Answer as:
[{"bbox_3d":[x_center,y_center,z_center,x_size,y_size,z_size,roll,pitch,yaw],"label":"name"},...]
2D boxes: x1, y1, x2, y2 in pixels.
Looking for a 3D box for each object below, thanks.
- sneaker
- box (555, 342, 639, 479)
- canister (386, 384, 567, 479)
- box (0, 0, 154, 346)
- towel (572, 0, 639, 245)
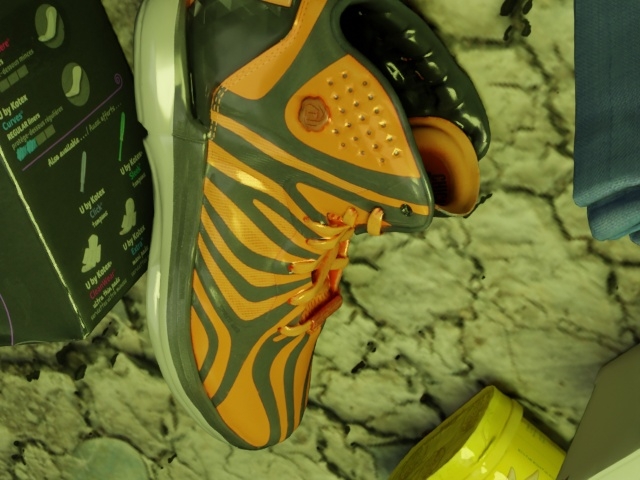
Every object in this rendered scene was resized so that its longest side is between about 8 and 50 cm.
[{"bbox_3d":[0.000,0.000,0.785,0.180,0.124,0.321,10,125,23],"label":"sneaker"},{"bbox_3d":[0.227,0.145,0.760,0.170,0.130,0.091,44,131,-5],"label":"box"},{"bbox_3d":[0.135,0.187,0.876,0.170,0.073,0.126,40,131,-3],"label":"canister"},{"bbox_3d":[-0.218,-0.083,0.831,0.165,0.143,0.270,-7,117,29],"label":"box"},{"bbox_3d":[0.233,-0.147,0.504,0.336,0.243,0.040,-25,136,37],"label":"towel"}]
